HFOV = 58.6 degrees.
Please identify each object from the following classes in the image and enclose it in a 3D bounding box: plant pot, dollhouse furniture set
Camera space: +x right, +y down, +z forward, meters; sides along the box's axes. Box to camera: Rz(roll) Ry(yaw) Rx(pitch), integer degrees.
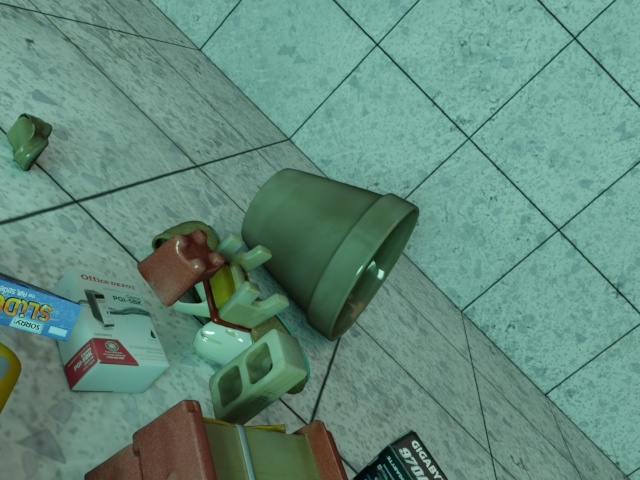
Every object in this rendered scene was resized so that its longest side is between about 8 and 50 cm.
[{"bbox_3d":[0.000,0.000,1.182,0.280,0.323,0.323,32,13,15],"label":"plant pot"},{"bbox_3d":[-0.127,0.155,0.621,0.201,0.152,0.374,29,29,-45],"label":"dollhouse furniture set"}]

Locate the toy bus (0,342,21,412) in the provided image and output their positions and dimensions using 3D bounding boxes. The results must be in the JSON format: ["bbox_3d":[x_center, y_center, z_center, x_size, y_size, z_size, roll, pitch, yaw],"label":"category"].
[{"bbox_3d":[-0.296,0.172,0.308,0.130,0.108,0.332,40,17,-24],"label":"toy bus"}]

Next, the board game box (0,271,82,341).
[{"bbox_3d":[-0.317,0.036,0.502,0.201,0.035,0.136,6,-17,46],"label":"board game box"}]

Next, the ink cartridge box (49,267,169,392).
[{"bbox_3d":[-0.250,0.105,0.668,0.099,0.056,0.135,22,29,-53],"label":"ink cartridge box"}]

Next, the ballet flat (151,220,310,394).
[{"bbox_3d":[-0.155,0.100,0.854,0.124,0.116,0.342,-8,53,-46],"label":"ballet flat"}]

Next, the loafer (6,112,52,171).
[{"bbox_3d":[-0.433,-0.147,0.838,0.050,0.056,0.148,35,9,-31],"label":"loafer"}]

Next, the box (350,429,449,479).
[{"bbox_3d":[0.128,0.380,0.727,0.051,0.175,0.220,-15,57,-38],"label":"box"}]
